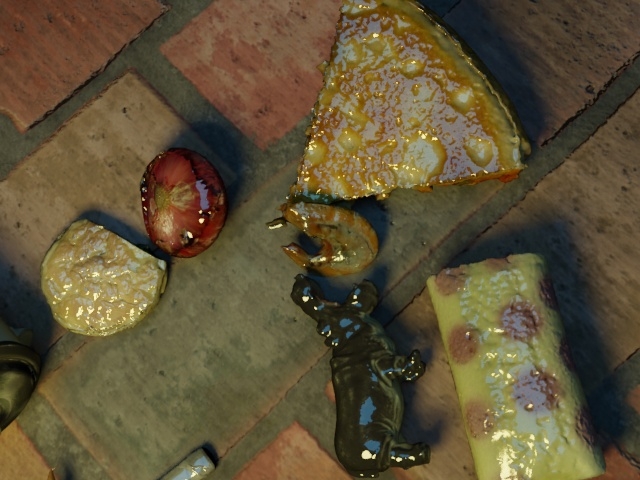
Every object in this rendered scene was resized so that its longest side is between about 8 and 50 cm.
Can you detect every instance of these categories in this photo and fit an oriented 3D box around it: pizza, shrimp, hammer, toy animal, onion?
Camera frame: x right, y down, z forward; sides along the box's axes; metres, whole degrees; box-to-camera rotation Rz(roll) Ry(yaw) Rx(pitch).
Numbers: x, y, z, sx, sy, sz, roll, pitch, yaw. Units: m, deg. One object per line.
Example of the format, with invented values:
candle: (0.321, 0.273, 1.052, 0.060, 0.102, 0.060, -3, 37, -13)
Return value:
pizza: (0.090, -0.189, 1.492, 0.406, 0.130, 0.440, -41, 79, 5)
shrimp: (0.000, 0.001, 1.434, 0.187, 0.052, 0.133, 21, 109, -8)
hammer: (-0.346, 0.449, 1.372, 0.427, 0.044, 0.152, -38, 74, -7)
toy animal: (0.072, 0.190, 1.380, 0.168, 0.106, 0.343, -20, 66, 7)
onion: (-0.210, -0.063, 1.469, 0.147, 0.184, 0.184, -11, 66, -43)

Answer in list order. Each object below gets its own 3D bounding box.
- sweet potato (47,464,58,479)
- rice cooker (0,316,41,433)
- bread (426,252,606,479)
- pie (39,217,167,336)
sweet potato: (-0.390, 0.433, 1.335, 0.056, 0.056, 0.195, -11, 68, 2)
rice cooker: (-0.582, 0.194, 1.362, 0.316, 0.264, 0.317, 18, 38, -15)
bread: (0.284, 0.196, 1.328, 0.187, 0.155, 0.339, -13, 73, 6)
pie: (-0.369, 0.066, 1.485, 0.218, 0.052, 0.185, 29, 76, 11)
